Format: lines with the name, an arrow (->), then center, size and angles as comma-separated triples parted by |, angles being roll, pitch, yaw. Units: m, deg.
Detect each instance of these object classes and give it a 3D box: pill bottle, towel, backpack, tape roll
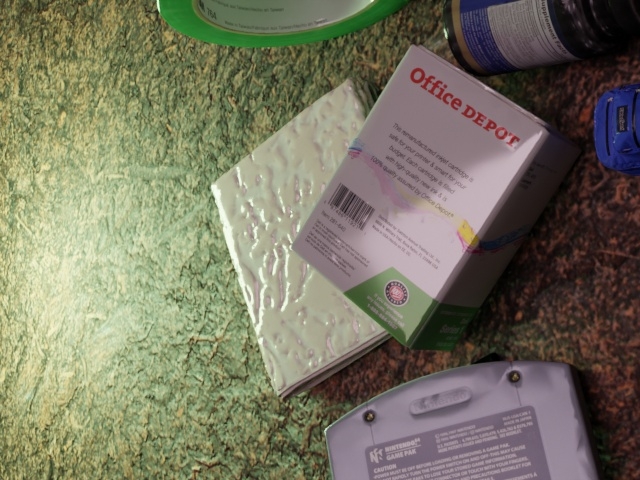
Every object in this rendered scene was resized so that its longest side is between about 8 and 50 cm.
pill bottle -> 0.248, -0.247, 1.139 | 0.219, 0.122, 0.123 | -4, 84, 45
towel -> 0.000, 0.000, 1.423 | 0.317, 0.053, 0.332 | -34, 65, 37
backpack -> 0.328, -0.116, 1.066 | 0.120, 0.101, 0.098 | -4, 78, 49
tape roll -> -0.040, -0.328, 1.296 | 0.321, 0.321, 0.077 | -19, 73, 43

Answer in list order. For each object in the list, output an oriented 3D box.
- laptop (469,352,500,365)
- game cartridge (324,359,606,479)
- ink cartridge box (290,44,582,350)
laptop -> 0.161, 0.306, 1.266 | 0.264, 0.136, 0.234 | -33, 62, 11
game cartridge -> 0.153, 0.242, 1.179 | 0.297, 0.062, 0.198 | -19, 62, 22
ink cartridge box -> 0.126, -0.046, 1.209 | 0.201, 0.117, 0.278 | 39, 105, 31
